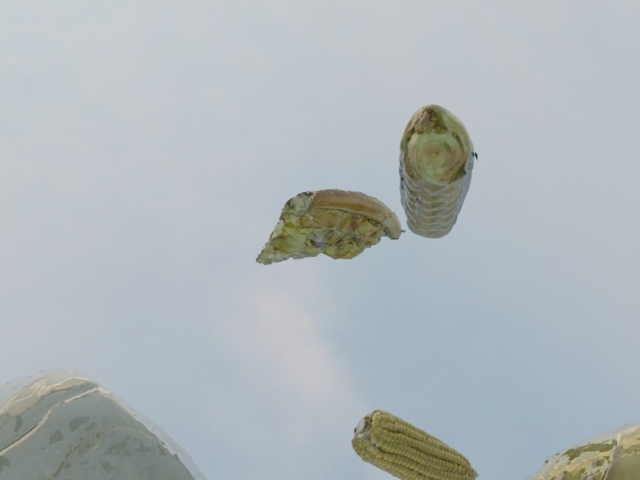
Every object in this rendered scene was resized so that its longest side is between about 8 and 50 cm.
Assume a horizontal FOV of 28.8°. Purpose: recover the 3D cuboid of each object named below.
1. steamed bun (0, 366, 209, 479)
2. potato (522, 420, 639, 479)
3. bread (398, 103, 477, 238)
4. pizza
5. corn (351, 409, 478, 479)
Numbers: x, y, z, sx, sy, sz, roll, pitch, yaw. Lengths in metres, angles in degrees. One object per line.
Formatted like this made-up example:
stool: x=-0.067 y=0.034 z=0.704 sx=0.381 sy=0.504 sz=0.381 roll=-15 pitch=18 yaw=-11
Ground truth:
steamed bun: x=-0.227 y=0.237 z=1.019 sx=0.247 sy=0.383 sz=0.236 roll=-39 pitch=-101 yaw=-20
potato: x=0.266 y=0.249 z=0.985 sx=0.300 sy=0.196 sz=0.246 roll=-8 pitch=-87 yaw=-40
bread: x=0.121 y=-0.066 z=1.333 sx=0.077 sy=0.367 sz=0.084 roll=-20 pitch=-100 yaw=2
pizza: x=0.000 y=0.000 z=0.906 sx=0.123 sy=0.108 sz=0.026 roll=18 pitch=-130 yaw=-52
corn: x=0.060 y=0.138 z=0.797 sx=0.092 sy=0.037 sz=0.037 roll=30 pitch=-135 yaw=-21
